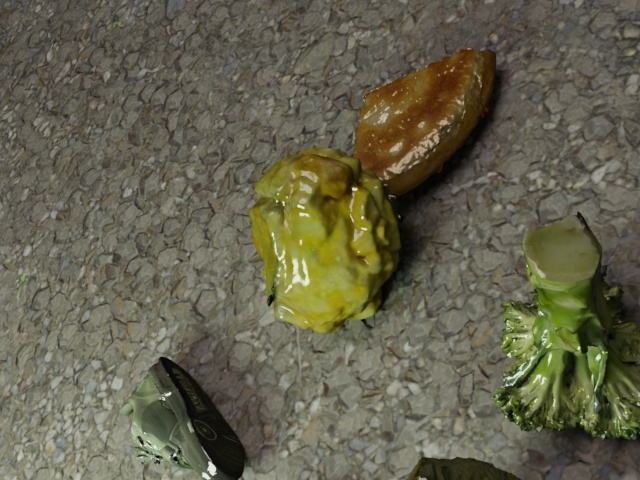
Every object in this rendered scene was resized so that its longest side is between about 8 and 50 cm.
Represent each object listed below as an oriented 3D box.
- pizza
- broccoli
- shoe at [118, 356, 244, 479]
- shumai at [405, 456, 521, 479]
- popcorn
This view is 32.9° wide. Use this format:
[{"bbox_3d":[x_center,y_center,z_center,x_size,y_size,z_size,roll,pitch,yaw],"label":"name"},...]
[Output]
[{"bbox_3d":[0.153,-0.193,1.779,0.335,0.086,0.226,-50,41,-1],"label":"pizza"},{"bbox_3d":[0.308,0.111,1.293,0.221,0.361,0.252,0,81,17],"label":"broccoli"},{"bbox_3d":[-0.233,0.326,1.744,0.149,0.109,0.293,-48,42,8],"label":"shoe"},{"bbox_3d":[0.182,0.411,1.348,0.256,0.189,0.218,44,112,29],"label":"shumai"},{"bbox_3d":[0.000,0.000,1.669,0.252,0.215,0.287,3,102,45],"label":"popcorn"}]
